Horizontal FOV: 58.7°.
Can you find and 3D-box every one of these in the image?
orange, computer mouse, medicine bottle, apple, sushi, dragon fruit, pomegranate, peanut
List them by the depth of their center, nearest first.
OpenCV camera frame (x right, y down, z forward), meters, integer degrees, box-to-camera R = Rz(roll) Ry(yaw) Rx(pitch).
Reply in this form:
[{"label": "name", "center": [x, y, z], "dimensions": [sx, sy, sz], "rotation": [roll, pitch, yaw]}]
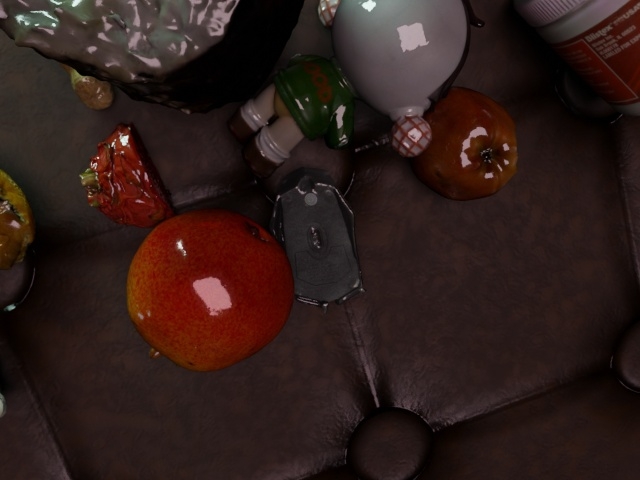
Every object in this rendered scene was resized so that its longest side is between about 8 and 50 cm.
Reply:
[{"label": "sushi", "center": [-0.176, -0.296, 0.642], "dimensions": [0.299, 0.294, 0.282], "rotation": [4, 94, 3]}, {"label": "orange", "center": [-0.459, -0.041, 0.759], "dimensions": [0.160, 0.112, 0.170], "rotation": [15, 130, -16]}, {"label": "medicine bottle", "center": [0.437, -0.336, 0.771], "dimensions": [0.240, 0.252, 0.253], "rotation": [37, 93, -13]}, {"label": "peanut", "center": [-0.323, -0.232, 0.776], "dimensions": [0.053, 0.054, 0.113], "rotation": [-29, 106, -3]}, {"label": "pomegranate", "center": [-0.158, 0.079, 0.781], "dimensions": [0.220, 0.221, 0.257], "rotation": [32, 121, -13]}, {"label": "dragon fruit", "center": [-0.280, -0.076, 0.798], "dimensions": [0.106, 0.083, 0.162], "rotation": [-24, 105, -2]}, {"label": "apple", "center": [0.201, -0.139, 0.818], "dimensions": [0.146, 0.158, 0.156], "rotation": [25, 98, -11]}, {"label": "computer mouse", "center": [-0.002, -0.001, 0.858], "dimensions": [0.126, 0.071, 0.231], "rotation": [-10, 110, 7]}]

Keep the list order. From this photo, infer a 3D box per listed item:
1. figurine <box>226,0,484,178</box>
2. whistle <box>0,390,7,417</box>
[{"label": "figurine", "center": [0.043, -0.224, 0.757], "dimensions": [0.369, 0.167, 0.282], "rotation": [-32, 70, 17]}, {"label": "whistle", "center": [-0.511, 0.147, 0.805], "dimensions": [0.113, 0.077, 0.236], "rotation": [-13, 96, 22]}]
